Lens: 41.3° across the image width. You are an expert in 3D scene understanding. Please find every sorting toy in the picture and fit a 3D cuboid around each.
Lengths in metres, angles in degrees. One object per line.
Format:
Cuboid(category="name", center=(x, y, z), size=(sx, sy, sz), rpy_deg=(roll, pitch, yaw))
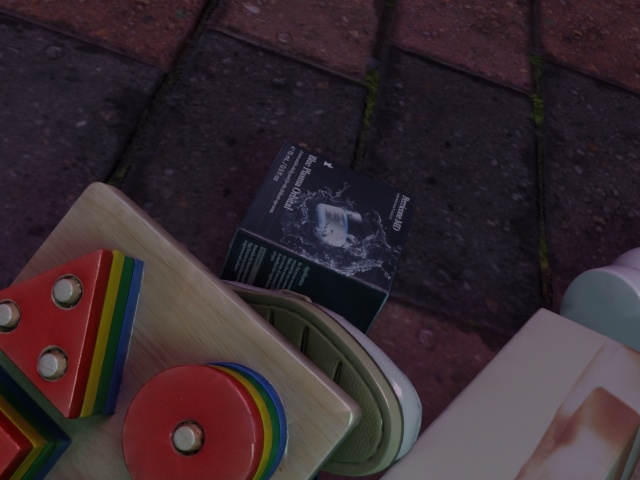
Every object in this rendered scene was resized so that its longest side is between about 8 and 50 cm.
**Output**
Cuboid(category="sorting toy", center=(-0.154, 0.128, 0.565), size=(0.257, 0.255, 0.089), rpy_deg=(40, 4, 17))

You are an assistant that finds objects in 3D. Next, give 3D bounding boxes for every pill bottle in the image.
Cuboid(category="pill bottle", center=(0.400, 0.074, 0.924), size=(0.265, 0.153, 0.153), rpy_deg=(-8, 52, -28))

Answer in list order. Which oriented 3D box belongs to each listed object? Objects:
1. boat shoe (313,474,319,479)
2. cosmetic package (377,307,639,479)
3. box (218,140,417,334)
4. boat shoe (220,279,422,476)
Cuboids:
Cuboid(category="boat shoe", center=(-0.037, 0.259, 0.602), size=(0.109, 0.089, 0.258), rpy_deg=(5, 46, -19))
Cuboid(category="cosmetic package", center=(0.154, 0.198, 0.671), size=(0.129, 0.153, 0.296), rpy_deg=(26, 38, 28))
Cuboid(category="box", center=(0.000, 0.000, 0.870), size=(0.158, 0.093, 0.156), rpy_deg=(24, 43, -1))
Cuboid(category="boat shoe", center=(-0.020, 0.091, 0.686), size=(0.103, 0.113, 0.302), rpy_deg=(7, 11, -42))
